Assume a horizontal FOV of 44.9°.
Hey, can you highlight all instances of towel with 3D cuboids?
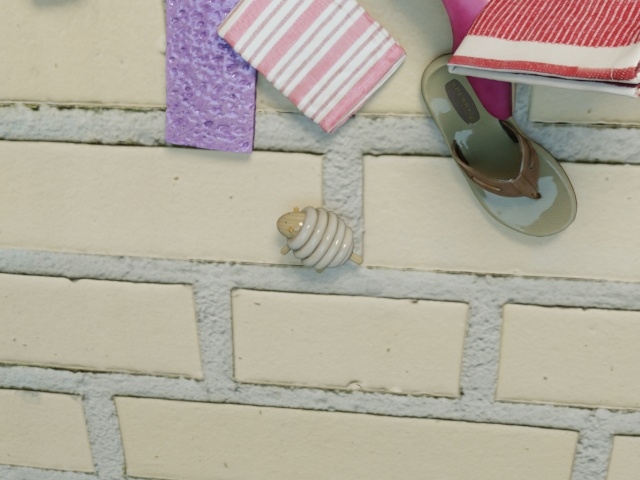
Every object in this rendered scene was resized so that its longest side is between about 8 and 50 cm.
[{"bbox_3d":[0.282,-0.277,0.712,0.037,0.237,0.329,42,81,-34],"label":"towel"},{"bbox_3d":[-0.010,-0.241,0.941,0.197,0.029,0.144,40,109,-18],"label":"towel"}]

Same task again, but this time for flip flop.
[{"bbox_3d":[0.220,-0.109,0.964,0.112,0.080,0.277,-30,109,21],"label":"flip flop"}]

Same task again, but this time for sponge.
[{"bbox_3d":[-0.137,-0.218,0.985,0.117,0.031,0.210,8,117,3],"label":"sponge"}]

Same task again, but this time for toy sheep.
[{"bbox_3d":[0.000,0.000,1.051,0.132,0.091,0.091,24,118,-20],"label":"toy sheep"}]

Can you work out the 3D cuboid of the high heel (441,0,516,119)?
[{"bbox_3d":[0.101,-0.298,0.868,0.181,0.127,0.377,-16,104,17],"label":"high heel"}]
